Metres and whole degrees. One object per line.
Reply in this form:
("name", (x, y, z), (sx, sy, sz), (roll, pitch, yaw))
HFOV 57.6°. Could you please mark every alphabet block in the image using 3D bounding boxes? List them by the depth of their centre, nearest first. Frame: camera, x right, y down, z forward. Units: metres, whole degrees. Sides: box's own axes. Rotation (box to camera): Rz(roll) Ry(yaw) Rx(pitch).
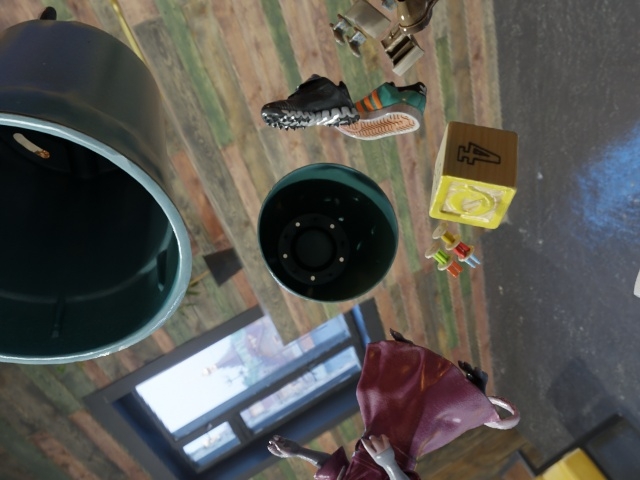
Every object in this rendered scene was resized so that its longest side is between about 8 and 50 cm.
("alphabet block", (0.409, -0.174, 1.563), (0.192, 0.193, 0.197), (90, -168, -58))

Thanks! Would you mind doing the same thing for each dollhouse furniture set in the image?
("dollhouse furniture set", (0.189, -0.651, 1.812), (0.242, 0.212, 0.161), (22, -141, -39))

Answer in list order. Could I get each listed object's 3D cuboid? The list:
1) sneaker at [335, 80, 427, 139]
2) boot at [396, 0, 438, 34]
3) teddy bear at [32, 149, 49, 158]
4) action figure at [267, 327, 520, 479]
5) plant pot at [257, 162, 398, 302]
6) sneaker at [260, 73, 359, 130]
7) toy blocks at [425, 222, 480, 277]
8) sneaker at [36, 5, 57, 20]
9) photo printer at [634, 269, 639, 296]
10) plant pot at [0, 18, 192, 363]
("sneaker", (0.156, -0.346, 1.533), (0.302, 0.121, 0.108), (6, 155, 46))
("boot", (0.271, -0.706, 1.623), (0.115, 0.112, 0.305), (57, -142, -38))
("teddy bear", (-0.538, -0.087, 1.214), (0.338, 0.113, 0.245), (-9, 96, 39))
("action figure", (0.104, 0.344, 0.940), (0.276, 0.370, 0.248), (40, 160, -26))
("plant pot", (0.000, 0.000, 1.297), (0.293, 0.293, 0.235), (61, 168, 4))
("sneaker", (-0.026, -0.282, 1.173), (0.078, 0.234, 0.106), (-15, 87, 53))
("toy blocks", (0.353, 0.042, 1.525), (0.148, 0.123, 0.054), (39, 144, -15))
("sneaker", (-0.406, -0.308, 0.876), (0.035, 0.083, 0.031), (16, -175, 19))
("photo printer", (0.869, 0.048, 1.379), (0.107, 0.256, 0.307), (24, -176, 8))
("plant pot", (-0.329, -0.088, 0.711), (0.334, 0.341, 0.341), (-103, -4, -47))
